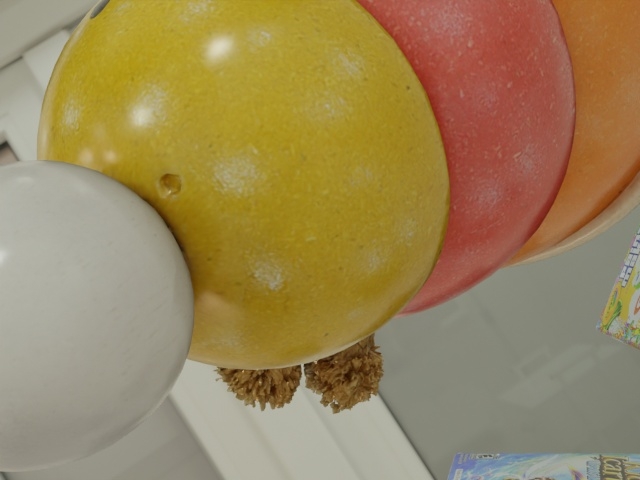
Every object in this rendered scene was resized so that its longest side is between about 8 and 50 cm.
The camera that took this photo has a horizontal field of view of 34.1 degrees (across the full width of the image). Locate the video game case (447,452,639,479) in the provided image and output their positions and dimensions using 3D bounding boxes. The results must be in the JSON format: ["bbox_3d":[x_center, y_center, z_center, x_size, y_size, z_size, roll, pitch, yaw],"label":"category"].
[{"bbox_3d":[0.252,0.296,1.109,0.244,0.061,0.269,-1,8,13],"label":"video game case"}]

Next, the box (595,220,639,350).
[{"bbox_3d":[0.471,0.014,1.144,0.279,0.177,0.290,-117,49,-86],"label":"box"}]

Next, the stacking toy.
[{"bbox_3d":[-0.019,-0.055,0.528,0.350,0.350,0.480,-37,3,39],"label":"stacking toy"}]

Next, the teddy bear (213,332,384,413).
[{"bbox_3d":[0.000,0.000,0.979,0.338,0.245,0.113,-69,15,-3],"label":"teddy bear"}]
